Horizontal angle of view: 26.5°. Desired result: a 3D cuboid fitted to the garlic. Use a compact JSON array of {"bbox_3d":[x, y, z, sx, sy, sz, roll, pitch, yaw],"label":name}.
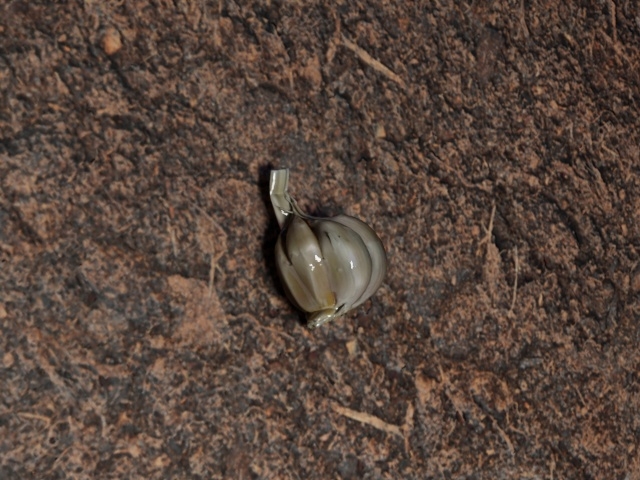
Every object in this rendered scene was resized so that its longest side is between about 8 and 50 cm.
[{"bbox_3d":[0.000,0.000,1.580,0.194,0.127,0.131,65,10,11],"label":"garlic"}]
